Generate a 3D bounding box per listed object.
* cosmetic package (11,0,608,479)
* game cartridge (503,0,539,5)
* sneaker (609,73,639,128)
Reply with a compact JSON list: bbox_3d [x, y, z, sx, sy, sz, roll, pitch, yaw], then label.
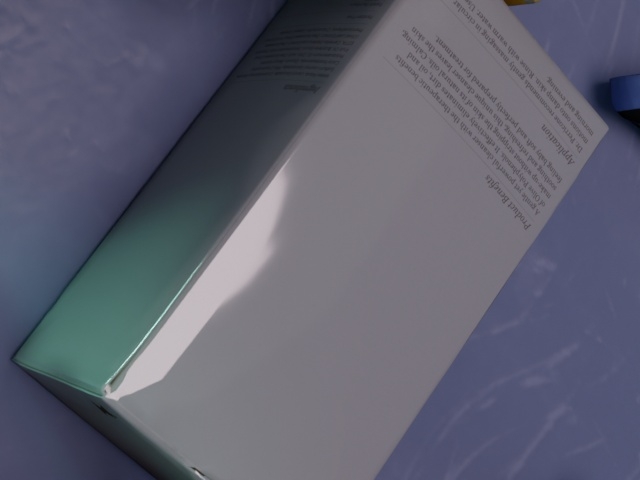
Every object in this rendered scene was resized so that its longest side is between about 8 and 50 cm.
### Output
[{"bbox_3d":[0.000,0.000,1.054,0.197,0.155,0.365,46,72,-27],"label":"cosmetic package"},{"bbox_3d":[0.146,-0.363,1.043,0.285,0.053,0.323,-41,114,-22],"label":"game cartridge"},{"bbox_3d":[0.323,-0.080,1.297,0.232,0.081,0.090,7,84,-35],"label":"sneaker"}]
